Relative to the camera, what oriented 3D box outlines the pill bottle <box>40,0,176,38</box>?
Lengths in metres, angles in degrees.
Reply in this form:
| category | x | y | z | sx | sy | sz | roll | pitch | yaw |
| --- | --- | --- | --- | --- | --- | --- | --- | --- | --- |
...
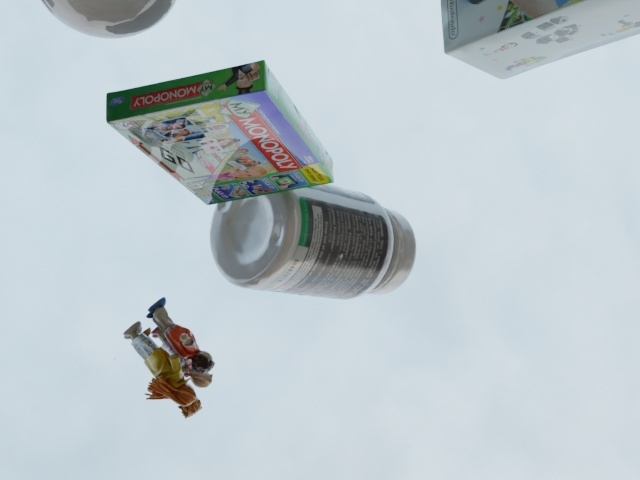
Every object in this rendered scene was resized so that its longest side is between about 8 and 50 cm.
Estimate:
| category | x | y | z | sx | sy | sz | roll | pitch | yaw |
| --- | --- | --- | --- | --- | --- | --- | --- | --- | --- |
| pill bottle | -0.280 | -0.426 | 1.065 | 0.182 | 0.181 | 0.322 | 0 | -131 | -14 |

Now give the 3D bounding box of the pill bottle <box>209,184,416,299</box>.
| category | x | y | z | sx | sy | sz | roll | pitch | yaw |
| --- | --- | --- | --- | --- | --- | --- | --- | --- | --- |
| pill bottle | 0.000 | 0.000 | 1.440 | 0.361 | 0.204 | 0.204 | 11 | -103 | -47 |

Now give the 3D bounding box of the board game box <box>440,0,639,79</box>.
| category | x | y | z | sx | sy | sz | roll | pitch | yaw |
| --- | --- | --- | --- | --- | --- | --- | --- | --- | --- |
| board game box | 0.227 | -0.267 | 0.560 | 0.098 | 0.304 | 0.223 | 8 | -105 | -46 |

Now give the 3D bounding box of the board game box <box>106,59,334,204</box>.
| category | x | y | z | sx | sy | sz | roll | pitch | yaw |
| --- | --- | --- | --- | --- | --- | --- | --- | --- | --- |
| board game box | -0.124 | -0.137 | 1.127 | 0.214 | 0.317 | 0.046 | -8 | -109 | 14 |

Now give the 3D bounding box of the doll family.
| category | x | y | z | sx | sy | sz | roll | pitch | yaw |
| --- | --- | --- | --- | --- | --- | --- | --- | --- | --- |
| doll family | -0.251 | 0.214 | 1.337 | 0.118 | 0.263 | 0.163 | -38 | -99 | -17 |
